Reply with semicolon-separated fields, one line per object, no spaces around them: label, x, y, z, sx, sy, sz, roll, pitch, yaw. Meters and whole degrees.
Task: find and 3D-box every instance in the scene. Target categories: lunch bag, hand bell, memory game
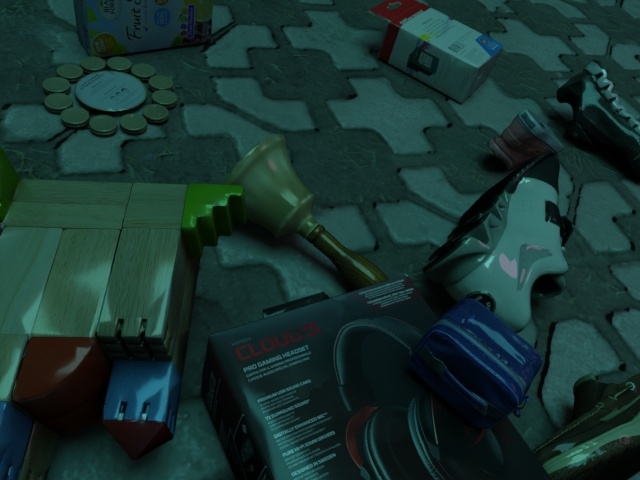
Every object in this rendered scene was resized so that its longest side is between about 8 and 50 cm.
lunch bag;0.127;0.106;0.467;0.098;0.067;0.065;40;48;17
hand bell;0.000;0.000;0.675;0.242;0.126;0.126;43;50;5
memory game;-0.302;-0.212;0.819;0.186;0.012;0.186;8;48;-9

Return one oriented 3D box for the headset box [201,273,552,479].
headset box;0.037;0.172;0.503;0.218;0.110;0.293;-13;54;-27

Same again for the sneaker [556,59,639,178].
sneaker;0.496;-0.196;1.001;0.106;0.078;0.234;-28;76;14

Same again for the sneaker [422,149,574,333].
sneaker;0.259;0.000;0.739;0.146;0.122;0.330;46;49;1

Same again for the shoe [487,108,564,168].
shoe;0.335;-0.159;0.927;0.178;0.081;0.064;3;54;-54

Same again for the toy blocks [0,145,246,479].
toy blocks;-0.259;0.081;0.455;0.381;0.191;0.261;2;57;-2

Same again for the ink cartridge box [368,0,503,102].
ink cartridge box;0.204;-0.365;1.062;0.231;0.078;0.134;34;48;15

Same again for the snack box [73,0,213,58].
snack box;-0.270;-0.388;0.876;0.207;0.175;0.070;-20;54;-30

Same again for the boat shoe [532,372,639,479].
boat shoe;0.295;0.190;0.589;0.257;0.095;0.095;-6;37;-29
